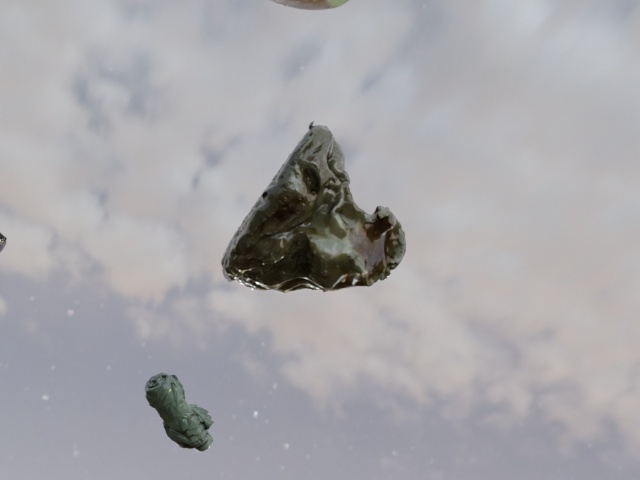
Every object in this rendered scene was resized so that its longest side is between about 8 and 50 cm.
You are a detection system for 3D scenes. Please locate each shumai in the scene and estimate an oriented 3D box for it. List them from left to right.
[{"bbox_3d":[0.000,0.000,1.423,0.262,0.267,0.314,36,-67,-5],"label":"shumai"}]

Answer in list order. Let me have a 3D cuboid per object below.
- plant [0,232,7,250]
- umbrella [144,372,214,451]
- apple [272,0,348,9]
[{"bbox_3d":[-0.336,0.031,0.603,0.131,0.203,0.142,31,-24,16],"label":"plant"},{"bbox_3d":[-0.202,0.251,1.216,0.067,0.062,0.143,-33,-66,-2],"label":"umbrella"},{"bbox_3d":[-0.021,-0.551,1.260,0.384,0.374,0.374,17,-28,-36],"label":"apple"}]
